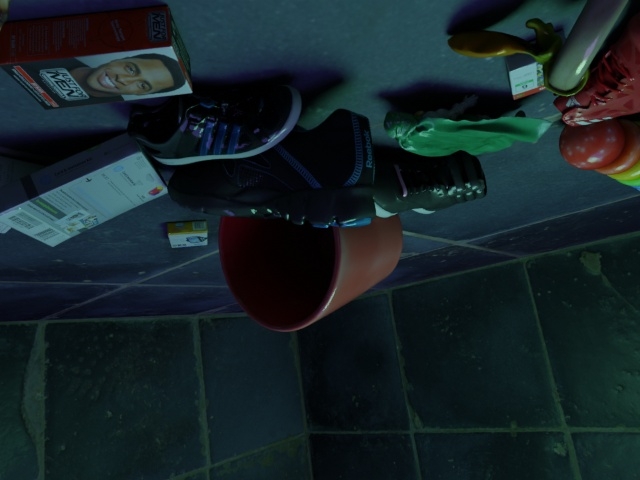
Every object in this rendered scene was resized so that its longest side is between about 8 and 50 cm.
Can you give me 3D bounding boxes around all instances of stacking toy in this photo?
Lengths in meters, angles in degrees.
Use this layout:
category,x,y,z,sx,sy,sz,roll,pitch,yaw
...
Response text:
category,x,y,z,sx,sy,sz,roll,pitch,yaw
stacking toy,0.531,-0.150,0.761,0.330,0.141,0.141,6,161,-27

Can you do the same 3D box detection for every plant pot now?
category,x,y,z,sx,sy,sz,roll,pitch,yaw
plant pot,0.000,0.000,0.798,0.275,0.275,0.243,-20,172,40

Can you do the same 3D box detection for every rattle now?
category,x,y,z,sx,sy,sz,roll,pitch,yaw
rattle,0.212,-0.235,0.383,0.130,0.143,0.199,-38,156,-15

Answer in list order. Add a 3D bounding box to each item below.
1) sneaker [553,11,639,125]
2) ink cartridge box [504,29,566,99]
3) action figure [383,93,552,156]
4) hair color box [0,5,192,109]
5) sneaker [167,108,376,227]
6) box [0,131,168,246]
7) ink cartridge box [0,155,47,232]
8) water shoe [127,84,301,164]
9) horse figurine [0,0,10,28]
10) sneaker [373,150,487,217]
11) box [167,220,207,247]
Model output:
category,x,y,z,sx,sy,sz,roll,pitch,yaw
sneaker,0.349,-0.186,0.550,0.128,0.087,0.221,-19,162,33
ink cartridge box,0.262,-0.200,0.553,0.063,0.029,0.115,-15,165,23
action figure,0.183,-0.154,0.627,0.232,0.063,0.137,-5,169,-30
hair color box,-0.195,-0.161,0.410,0.141,0.043,0.072,-8,166,-3
sneaker,-0.073,-0.096,0.619,0.341,0.139,0.125,6,-175,33
box,-0.315,-0.064,0.618,0.186,0.038,0.145,-27,169,-10
ink cartridge box,-0.509,-0.071,0.593,0.181,0.056,0.225,-19,158,39
water shoe,-0.122,-0.132,0.512,0.203,0.073,0.080,-13,163,18
horse figurine,-0.235,-0.188,0.231,0.174,0.066,0.263,-9,170,28
sneaker,0.176,-0.106,0.755,0.147,0.104,0.296,-22,167,38
box,-0.292,-0.011,1.009,0.081,0.028,0.136,-5,168,-16
